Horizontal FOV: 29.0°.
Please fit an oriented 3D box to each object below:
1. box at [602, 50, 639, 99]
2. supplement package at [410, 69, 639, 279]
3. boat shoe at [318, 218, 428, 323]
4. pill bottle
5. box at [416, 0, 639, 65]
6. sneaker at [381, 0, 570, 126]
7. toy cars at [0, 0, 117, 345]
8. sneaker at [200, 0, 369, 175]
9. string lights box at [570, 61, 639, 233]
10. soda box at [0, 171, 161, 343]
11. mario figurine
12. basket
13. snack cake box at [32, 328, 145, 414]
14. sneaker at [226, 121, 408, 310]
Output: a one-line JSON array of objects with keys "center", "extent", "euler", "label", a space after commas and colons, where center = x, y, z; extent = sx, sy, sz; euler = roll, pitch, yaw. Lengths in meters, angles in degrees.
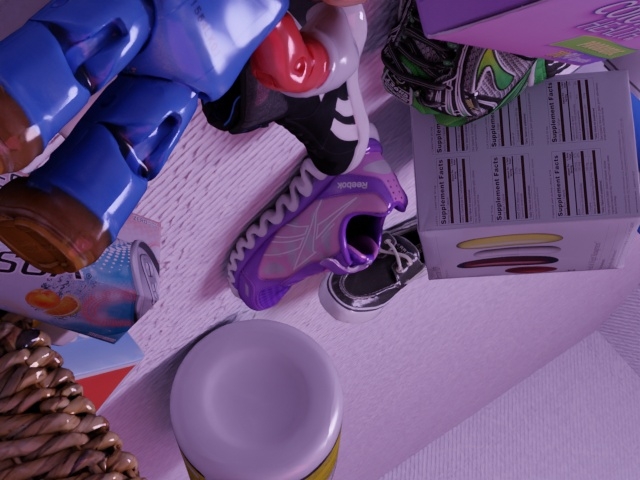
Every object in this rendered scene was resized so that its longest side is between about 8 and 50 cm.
[{"center": [0.350, -0.276, 1.121], "extent": [0.087, 0.169, 0.290], "euler": [-25, 155, -45], "label": "box"}, {"center": [0.197, -0.057, 1.214], "extent": [0.203, 0.149, 0.194], "euler": [-4, 164, 8], "label": "supplement package"}, {"center": [0.080, 0.024, 1.449], "extent": [0.219, 0.078, 0.070], "euler": [-33, 163, -46], "label": "boat shoe"}, {"center": [-0.071, 0.230, 1.449], "extent": [0.188, 0.188, 0.334], "euler": [-35, 162, -15], "label": "pill bottle"}, {"center": [0.121, -0.225, 0.627], "extent": [0.117, 0.243, 0.213], "euler": [-16, 176, 30], "label": "box"}, {"center": [0.115, -0.161, 0.975], "extent": [0.146, 0.134, 0.343], "euler": [-41, 163, 5], "label": "sneaker"}, {"center": [-0.159, -0.034, 0.808], "extent": [0.176, 0.087, 0.393], "euler": [-27, 158, -34], "label": "toy cars"}, {"center": [-0.032, -0.103, 0.929], "extent": [0.121, 0.079, 0.217], "euler": [-31, 152, -16], "label": "sneaker"}, {"center": [0.388, -0.088, 1.484], "extent": [0.077, 0.259, 0.133], "euler": [-36, 161, -12], "label": "string lights box"}, {"center": [-0.185, -0.002, 0.715], "extent": [0.183, 0.063, 0.058], "euler": [20, 137, -28], "label": "soda box"}, {"center": [-0.075, -0.134, 0.651], "extent": [0.320, 0.170, 0.198], "euler": [-47, 168, -24], "label": "mario figurine"}, {"center": [-0.209, 0.217, 0.803], "extent": [0.213, 0.223, 0.299], "euler": [-35, 161, -18], "label": "basket"}, {"center": [-0.279, 0.126, 0.947], "extent": [0.152, 0.089, 0.264], "euler": [-50, 160, 24], "label": "snack cake box"}, {"center": [0.000, 0.000, 1.178], "extent": [0.095, 0.104, 0.236], "euler": [-18, 153, -52], "label": "sneaker"}]
